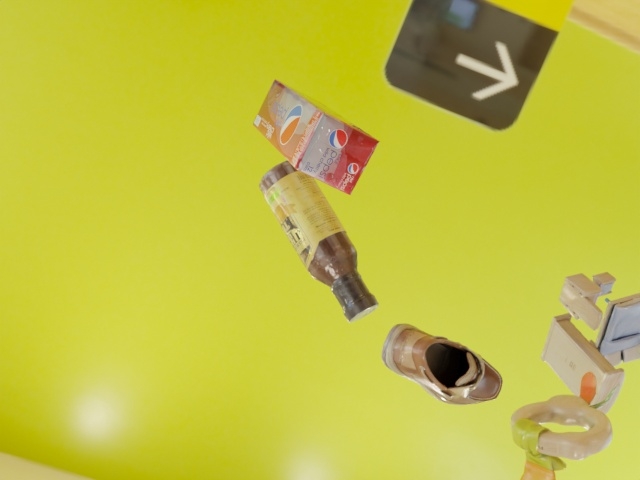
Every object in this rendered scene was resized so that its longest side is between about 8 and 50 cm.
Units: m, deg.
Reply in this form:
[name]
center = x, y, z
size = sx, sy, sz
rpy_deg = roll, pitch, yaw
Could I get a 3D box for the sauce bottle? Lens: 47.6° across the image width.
[sauce bottle]
center = 0.000, 0.000, 1.446
size = 0.344, 0.111, 0.111
rpy_deg = 59, -165, 16

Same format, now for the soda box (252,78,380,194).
[soda box]
center = -0.015, -0.154, 1.036
size = 0.092, 0.083, 0.263
rpy_deg = 23, -167, -25

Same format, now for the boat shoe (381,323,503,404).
[boat shoe]
center = 0.261, 0.257, 1.416
size = 0.324, 0.123, 0.116
rpy_deg = 24, 168, -36

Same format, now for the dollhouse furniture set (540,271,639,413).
[dollhouse furniture set]
center = 0.711, 0.220, 1.665
size = 0.303, 0.286, 0.198
rpy_deg = -11, -142, -19

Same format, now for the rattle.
[rattle]
center = 0.336, 0.274, 0.965
size = 0.130, 0.143, 0.199
rpy_deg = -17, 179, 34
